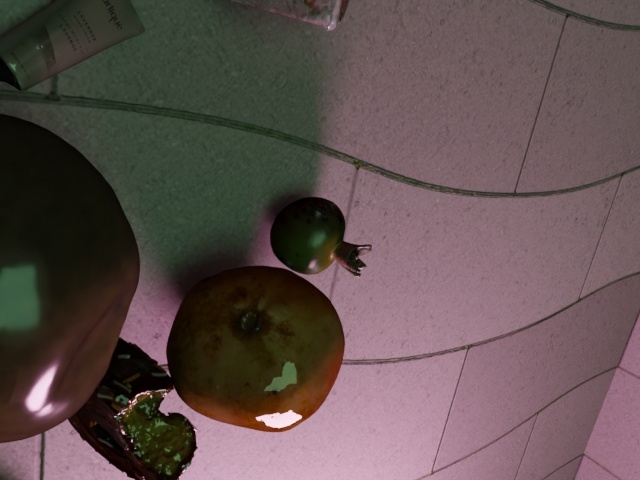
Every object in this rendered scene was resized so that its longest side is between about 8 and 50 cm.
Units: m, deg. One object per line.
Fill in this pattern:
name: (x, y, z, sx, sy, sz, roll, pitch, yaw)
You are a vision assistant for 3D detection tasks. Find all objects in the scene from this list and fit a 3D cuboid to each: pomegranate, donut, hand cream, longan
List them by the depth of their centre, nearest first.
longan: (-0.336, 0.048, 0.581, 0.289, 0.288, 0.350, -3, 117, -38)
hand cream: (-0.287, -0.229, 0.641, 0.186, 0.054, 0.087, -44, 136, -23)
donut: (-0.262, 0.229, 0.780, 0.096, 0.216, 0.230, -45, 115, -39)
pomegranate: (-0.090, 0.166, 0.855, 0.270, 0.252, 0.228, 77, 18, -63)
pomegranate: (-0.002, -0.006, 0.908, 0.129, 0.159, 0.129, -11, 103, -58)

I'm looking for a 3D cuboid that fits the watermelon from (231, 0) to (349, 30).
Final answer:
watermelon: (0.004, -0.382, 0.698, 0.262, 0.201, 0.212, -10, 126, -40)
